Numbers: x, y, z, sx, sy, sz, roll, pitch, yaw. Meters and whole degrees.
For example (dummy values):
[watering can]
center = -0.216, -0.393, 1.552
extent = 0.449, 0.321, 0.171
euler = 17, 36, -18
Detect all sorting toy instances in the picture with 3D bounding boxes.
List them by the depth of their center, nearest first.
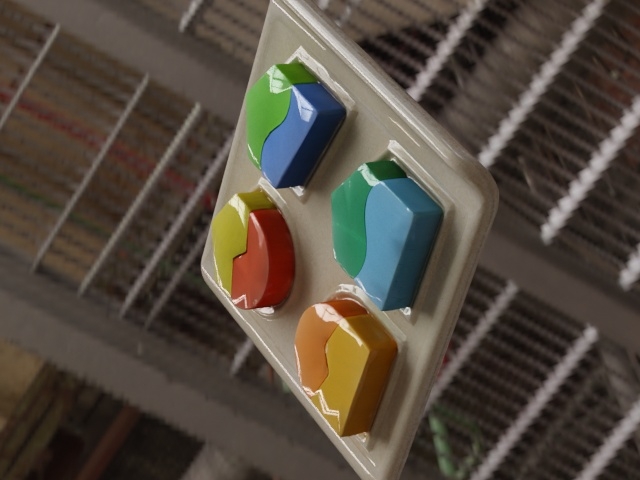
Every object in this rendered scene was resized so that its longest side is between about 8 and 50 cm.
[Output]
[sorting toy]
center = 0.000, 0.000, 0.890
extent = 0.038, 0.193, 0.208
euler = -11, -49, -31
